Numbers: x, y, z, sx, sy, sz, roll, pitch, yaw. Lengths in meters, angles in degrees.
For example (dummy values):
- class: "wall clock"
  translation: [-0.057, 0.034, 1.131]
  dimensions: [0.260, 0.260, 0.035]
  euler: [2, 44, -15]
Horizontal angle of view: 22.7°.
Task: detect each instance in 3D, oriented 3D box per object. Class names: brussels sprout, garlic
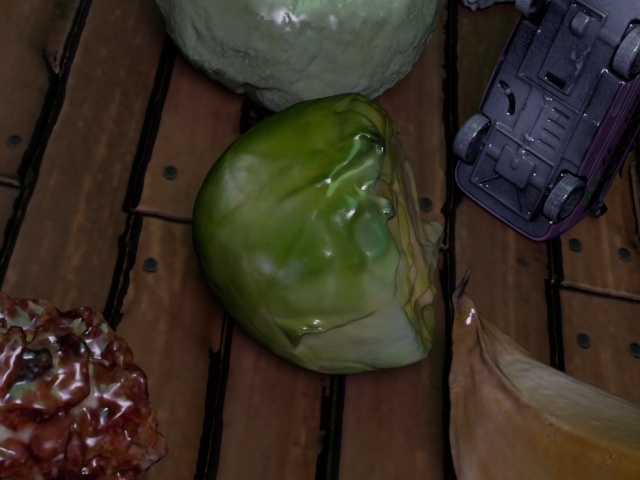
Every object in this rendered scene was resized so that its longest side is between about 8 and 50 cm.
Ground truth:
- class: "brussels sprout"
  translation: [-0.005, 0.000, 0.838]
  dimensions: [0.122, 0.151, 0.149]
  euler: [-10, 66, 15]
- class: "garlic"
  translation: [0.130, 0.122, 0.753]
  dimensions: [0.207, 0.128, 0.115]
  euler: [32, 86, 41]

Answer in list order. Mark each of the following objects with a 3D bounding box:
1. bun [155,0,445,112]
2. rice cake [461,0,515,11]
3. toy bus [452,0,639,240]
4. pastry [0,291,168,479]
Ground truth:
- class: "bun"
  translation: [-0.015, -0.159, 1.016]
  dimensions: [0.195, 0.118, 0.195]
  euler: [7, 47, -8]
- class: "rice cake"
  translation: [0.184, -0.221, 1.202]
  dimensions: [0.226, 0.040, 0.085]
  euler: [-13, 47, -28]
- class: "toy bus"
  translation: [0.156, -0.093, 0.949]
  dimensions: [0.087, 0.178, 0.098]
  euler: [36, 33, 23]
- class: "pastry"
  translation: [-0.177, 0.082, 0.709]
  dimensions: [0.209, 0.115, 0.097]
  euler: [-7, 33, -21]
